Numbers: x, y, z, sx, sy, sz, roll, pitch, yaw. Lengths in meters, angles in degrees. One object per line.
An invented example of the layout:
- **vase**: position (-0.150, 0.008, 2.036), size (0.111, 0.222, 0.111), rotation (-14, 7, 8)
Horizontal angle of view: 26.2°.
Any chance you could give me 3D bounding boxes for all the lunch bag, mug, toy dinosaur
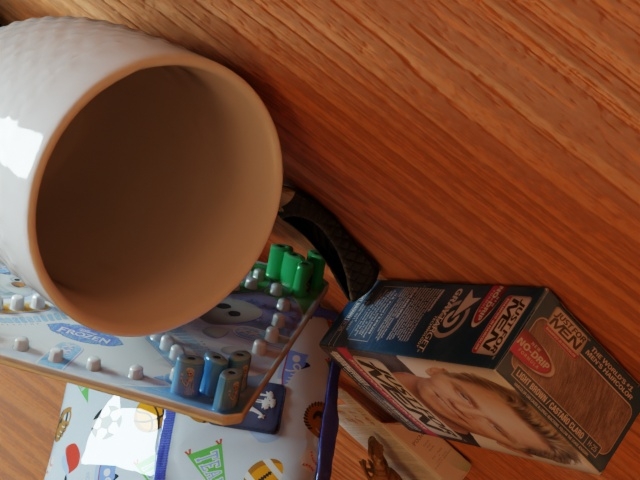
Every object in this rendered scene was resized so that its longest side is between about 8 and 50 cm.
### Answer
- **lunch bag**: position (-0.157, 0.252, 1.792), size (0.385, 0.328, 0.239), rotation (-9, 146, 28)
- **mug**: position (-0.211, -0.072, 1.418), size (0.374, 0.276, 0.328), rotation (27, 180, -43)
- **toy dinosaur**: position (0.111, 0.376, 2.053), size (0.211, 0.064, 0.112), rotation (50, 159, -27)

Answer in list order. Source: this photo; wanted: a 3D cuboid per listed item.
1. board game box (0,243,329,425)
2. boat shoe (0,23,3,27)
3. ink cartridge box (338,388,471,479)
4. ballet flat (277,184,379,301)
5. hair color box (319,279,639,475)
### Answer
- **board game box**: position (-0.215, 0.048, 1.496), size (0.390, 0.050, 0.390), rotation (14, -159, 9)
- **boat shoe**: position (-0.399, -0.208, 1.655), size (0.123, 0.123, 0.342), rotation (27, 165, -6)
- **ink cartridge box**: position (0.096, 0.278, 2.038), size (0.224, 0.056, 0.181), rotation (45, 161, -9)
- **ballet flat**: position (0.000, 0.000, 1.515), size (0.173, 0.049, 0.057), rotation (44, 160, -21)
- **hair color box**: position (0.161, 0.136, 1.467), size (0.174, 0.105, 0.347), rotation (44, 160, -21)
